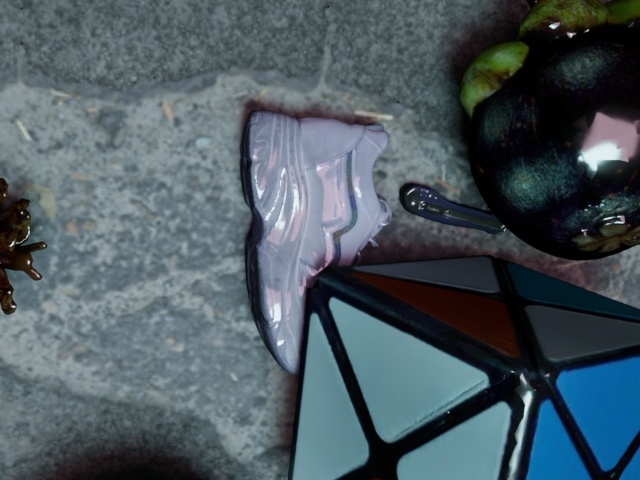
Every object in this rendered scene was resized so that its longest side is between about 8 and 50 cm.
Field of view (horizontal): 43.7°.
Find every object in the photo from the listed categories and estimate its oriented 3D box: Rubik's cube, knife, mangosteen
[{"bbox_3d":[0.139,0.164,0.688,0.246,0.250,0.248,-2,106,-39],"label":"Rubik's cube"},{"bbox_3d":[0.135,-0.030,0.805,0.121,0.018,0.031,14,100,-17],"label":"knife"},{"bbox_3d":[0.238,-0.105,0.723,0.243,0.243,0.242,-2,102,-12],"label":"mangosteen"}]

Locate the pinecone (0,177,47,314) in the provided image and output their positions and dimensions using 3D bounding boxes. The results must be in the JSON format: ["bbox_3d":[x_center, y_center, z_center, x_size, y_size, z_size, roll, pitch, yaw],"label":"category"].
[{"bbox_3d":[-0.308,0.003,0.645,0.165,0.163,0.162,8,99,-26],"label":"pinecone"}]

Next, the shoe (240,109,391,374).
[{"bbox_3d":[0.000,0.000,0.742,0.138,0.095,0.244,-4,96,-9],"label":"shoe"}]
